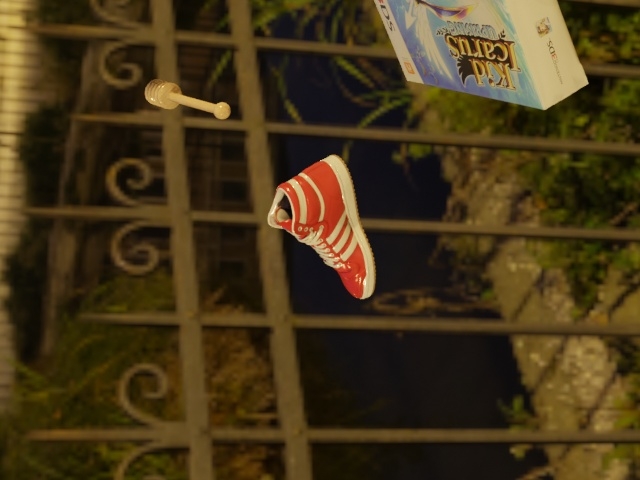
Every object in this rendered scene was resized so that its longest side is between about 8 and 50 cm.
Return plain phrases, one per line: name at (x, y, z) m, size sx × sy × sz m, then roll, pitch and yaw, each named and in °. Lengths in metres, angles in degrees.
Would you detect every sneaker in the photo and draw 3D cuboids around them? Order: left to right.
sneaker at (0.000, 0.000, 1.027) m, size 0.042 × 0.067 × 0.118 m, roll 15°, pitch 126°, yaw 57°

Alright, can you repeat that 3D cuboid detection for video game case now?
video game case at (0.128, -0.262, 1.322) m, size 0.269 × 0.061 × 0.244 m, roll 26°, pitch 145°, yaw 62°

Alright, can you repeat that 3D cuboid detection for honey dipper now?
honey dipper at (-0.144, -0.151, 1.456) m, size 0.160 × 0.030 × 0.030 m, roll 23°, pitch 111°, yaw 54°
